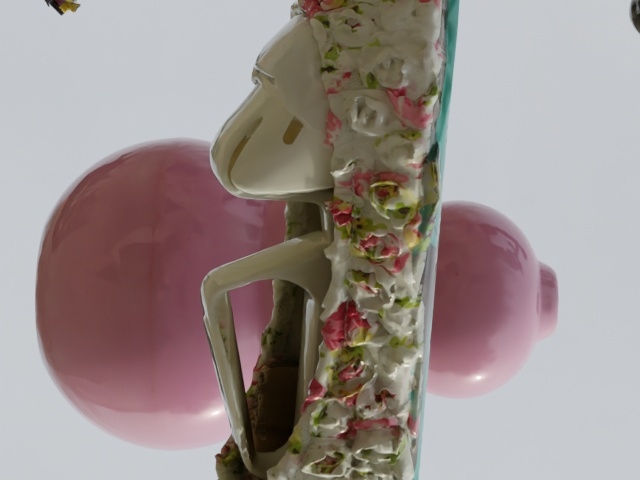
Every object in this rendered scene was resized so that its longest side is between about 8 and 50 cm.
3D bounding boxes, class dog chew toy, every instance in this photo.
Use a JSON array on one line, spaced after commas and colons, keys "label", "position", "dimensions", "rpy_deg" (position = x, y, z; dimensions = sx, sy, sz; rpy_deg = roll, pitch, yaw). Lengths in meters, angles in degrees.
[{"label": "dog chew toy", "position": [-0.012, 0.037, 1.065], "dimensions": [0.332, 0.206, 0.206], "rpy_deg": [1, -104, 2]}]

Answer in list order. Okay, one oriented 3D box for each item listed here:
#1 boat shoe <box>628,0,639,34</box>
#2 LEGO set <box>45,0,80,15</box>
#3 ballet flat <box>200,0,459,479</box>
[{"label": "boat shoe", "position": [0.244, -0.117, 0.727], "dimensions": [0.070, 0.219, 0.077], "rpy_deg": [152, -66, -71]}, {"label": "LEGO set", "position": [-0.346, -0.225, 1.131], "dimensions": [0.192, 0.331, 0.255], "rpy_deg": [-38, -100, 47]}, {"label": "ballet flat", "position": [0.000, 0.000, 0.538], "dimensions": [0.091, 0.077, 0.241], "rpy_deg": [-128, -141, -67]}]
